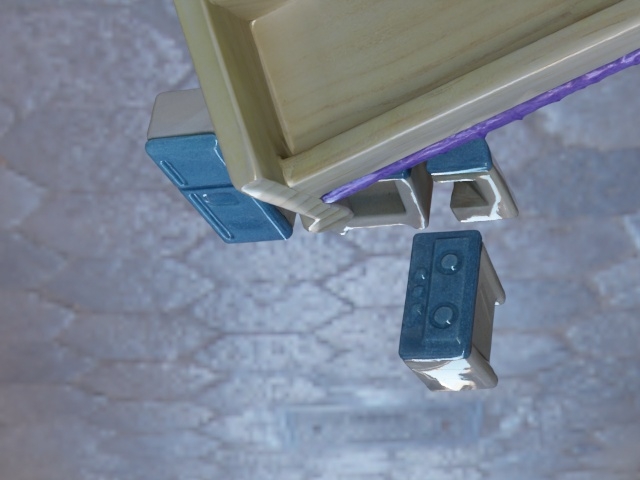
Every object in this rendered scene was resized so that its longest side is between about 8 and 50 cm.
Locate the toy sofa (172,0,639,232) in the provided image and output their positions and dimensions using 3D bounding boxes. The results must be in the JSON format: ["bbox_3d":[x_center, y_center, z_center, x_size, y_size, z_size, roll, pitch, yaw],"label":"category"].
[{"bbox_3d":[0.121,-0.141,0.734,0.362,0.150,0.177,-24,163,19],"label":"toy sofa"}]

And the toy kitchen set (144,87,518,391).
[{"bbox_3d":[0.000,0.000,0.930,0.207,0.166,0.122,-5,148,24],"label":"toy kitchen set"}]
